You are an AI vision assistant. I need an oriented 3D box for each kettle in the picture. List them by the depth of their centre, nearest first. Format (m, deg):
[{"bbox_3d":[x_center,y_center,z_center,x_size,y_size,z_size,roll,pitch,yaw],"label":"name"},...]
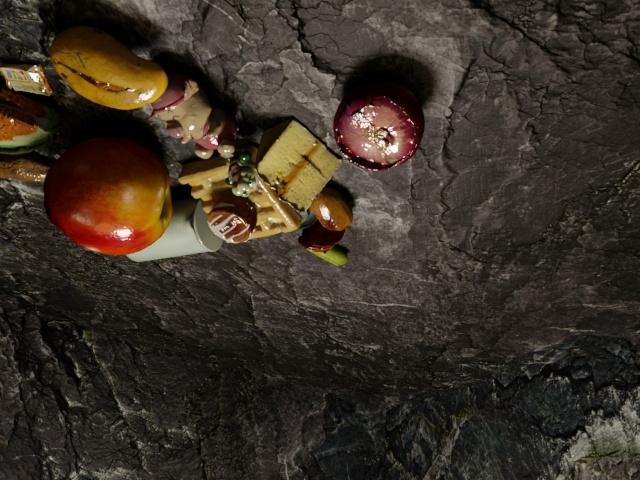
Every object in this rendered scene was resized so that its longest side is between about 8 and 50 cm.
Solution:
[{"bbox_3d":[-0.506,-0.028,2.019,0.317,0.205,0.265,-8,144,20],"label":"kettle"}]

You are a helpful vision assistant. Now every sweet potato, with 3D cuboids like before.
[{"bbox_3d":[-0.983,-0.241,1.868,0.341,0.092,0.114,6,174,2],"label":"sweet potato"}]

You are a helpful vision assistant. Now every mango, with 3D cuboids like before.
[{"bbox_3d":[-0.518,-0.411,1.386,0.294,0.120,0.177,26,127,7],"label":"mango"}]

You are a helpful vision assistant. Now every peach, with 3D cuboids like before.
[{"bbox_3d":[-0.637,-0.134,1.718,0.388,0.389,0.388,5,150,3],"label":"peach"}]

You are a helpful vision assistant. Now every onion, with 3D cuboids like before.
[{"bbox_3d":[0.148,-0.297,1.465,0.247,0.161,0.248,0,141,0],"label":"onion"}]

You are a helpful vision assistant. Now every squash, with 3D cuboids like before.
[{"bbox_3d":[0.016,0.041,2.154,0.201,0.066,0.066,23,146,-24],"label":"squash"}]

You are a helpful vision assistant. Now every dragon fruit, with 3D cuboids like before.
[{"bbox_3d":[-0.001,0.001,2.011,0.127,0.161,0.120,29,143,-15],"label":"dragon fruit"}]

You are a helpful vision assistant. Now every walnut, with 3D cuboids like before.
[{"bbox_3d":[0.042,-0.096,1.875,0.115,0.116,0.207,-12,145,29],"label":"walnut"}]

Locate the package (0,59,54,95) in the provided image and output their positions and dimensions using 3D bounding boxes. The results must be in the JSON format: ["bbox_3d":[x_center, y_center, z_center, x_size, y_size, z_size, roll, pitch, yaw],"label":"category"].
[{"bbox_3d":[-0.800,-0.438,1.549,0.120,0.031,0.108,6,149,-1],"label":"package"}]

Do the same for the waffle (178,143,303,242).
[{"bbox_3d":[-0.253,-0.139,1.845,0.304,0.078,0.348,-8,135,29],"label":"waffle"}]

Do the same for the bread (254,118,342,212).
[{"bbox_3d":[-0.064,-0.204,1.646,0.135,0.178,0.240,-17,140,37],"label":"bread"}]

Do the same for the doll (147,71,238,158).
[{"bbox_3d":[-0.344,-0.328,1.526,0.196,0.152,0.256,-28,132,26],"label":"doll"}]

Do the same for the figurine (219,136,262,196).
[{"bbox_3d":[-0.237,-0.213,1.632,0.093,0.197,0.147,-19,161,-39],"label":"figurine"}]

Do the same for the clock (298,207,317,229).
[{"bbox_3d":[-0.114,-0.109,1.951,0.214,0.042,0.215,6,150,3],"label":"clock"}]

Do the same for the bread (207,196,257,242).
[{"bbox_3d":[-0.282,-0.062,1.828,0.160,0.073,0.161,10,141,8],"label":"bread"}]

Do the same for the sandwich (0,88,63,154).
[{"bbox_3d":[-0.894,-0.345,1.644,0.292,0.109,0.212,-17,144,36],"label":"sandwich"}]
